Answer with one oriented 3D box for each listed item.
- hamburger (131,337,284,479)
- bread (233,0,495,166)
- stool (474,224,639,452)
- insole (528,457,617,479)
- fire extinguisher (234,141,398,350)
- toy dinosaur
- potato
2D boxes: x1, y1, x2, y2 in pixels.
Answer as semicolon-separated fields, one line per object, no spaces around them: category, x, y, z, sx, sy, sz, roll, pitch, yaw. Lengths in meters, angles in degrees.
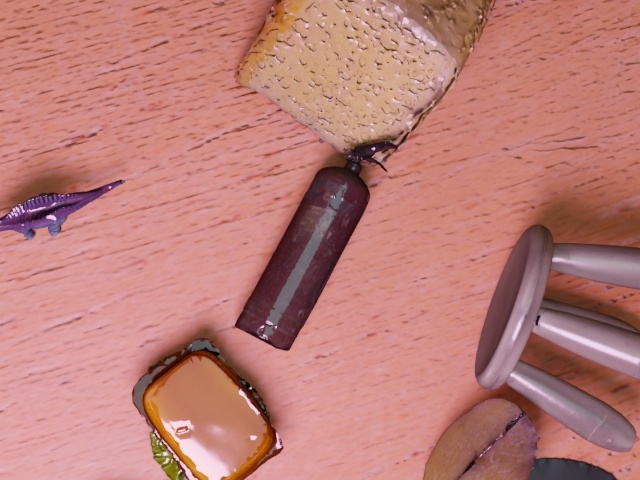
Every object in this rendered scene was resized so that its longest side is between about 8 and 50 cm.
hamburger;-0.133;0.202;1.414;0.137;0.087;0.166;-35;90;-8
bread;0.065;-0.289;1.488;0.248;0.279;0.315;35;40;-5
stool;0.295;0.103;1.421;0.198;0.195;0.195;20;48;-2
insole;0.208;0.325;1.496;0.322;0.007;0.109;-9;85;-8
fire extinguisher;0.000;0.000;1.441;0.072;0.089;0.268;32;84;-37
toy dinosaur;-0.312;-0.030;1.408;0.197;0.080;0.045;-20;87;-9
potato;0.190;0.239;1.451;0.100;0.089;0.172;21;115;-32
